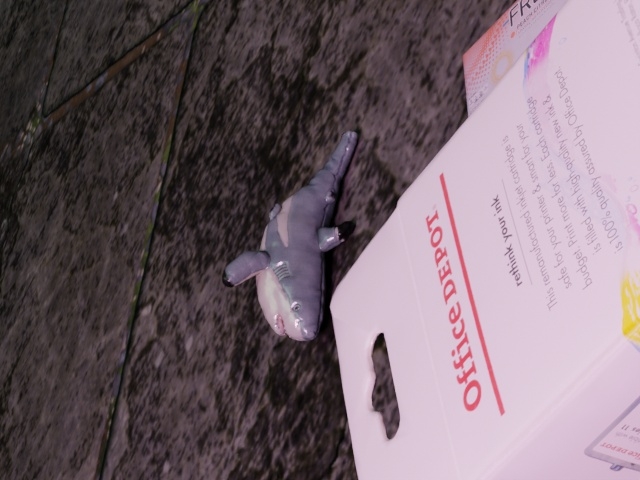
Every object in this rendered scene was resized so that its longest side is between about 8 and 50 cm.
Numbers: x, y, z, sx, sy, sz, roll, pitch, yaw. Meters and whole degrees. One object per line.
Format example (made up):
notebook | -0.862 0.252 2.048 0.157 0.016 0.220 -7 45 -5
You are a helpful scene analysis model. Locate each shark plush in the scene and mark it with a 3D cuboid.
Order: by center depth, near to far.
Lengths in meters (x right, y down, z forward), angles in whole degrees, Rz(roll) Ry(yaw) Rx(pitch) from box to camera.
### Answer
shark plush | 0.000 0.000 1.238 0.067 0.073 0.161 1 50 43

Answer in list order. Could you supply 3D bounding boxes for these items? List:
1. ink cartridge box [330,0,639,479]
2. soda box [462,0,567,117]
ink cartridge box | 0.153 0.000 0.825 0.353 0.119 0.207 -50 32 33
soda box | 0.157 -0.127 0.983 0.183 0.058 0.063 -46 34 41
